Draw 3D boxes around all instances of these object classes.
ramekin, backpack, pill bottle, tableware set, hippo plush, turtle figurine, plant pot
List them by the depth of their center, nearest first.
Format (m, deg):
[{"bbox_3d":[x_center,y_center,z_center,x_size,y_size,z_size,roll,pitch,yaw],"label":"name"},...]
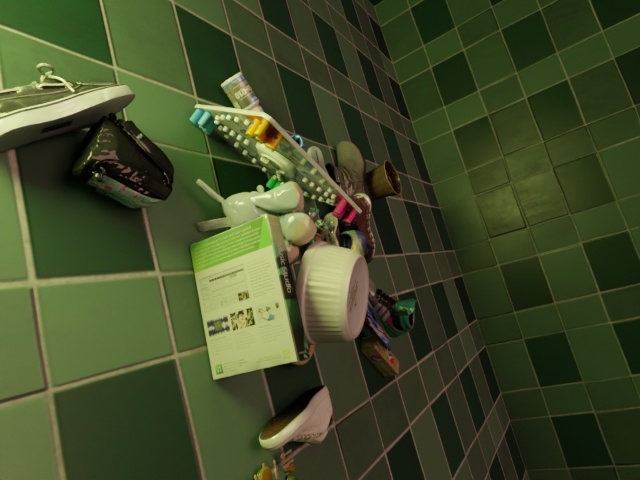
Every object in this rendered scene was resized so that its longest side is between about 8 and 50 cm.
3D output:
[{"bbox_3d":[-0.393,-0.145,0.890,0.182,0.115,0.151,37,54,-45],"label":"backpack"},{"bbox_3d":[-0.106,0.564,1.016,0.154,0.024,0.103,-2,77,-60],"label":"tableware set"},{"bbox_3d":[0.040,0.140,1.132,0.273,0.127,0.272,4,90,-70],"label":"ramekin"},{"bbox_3d":[-0.151,-0.038,1.172,0.236,0.295,0.234,-37,128,-85],"label":"hippo plush"},{"bbox_3d":[-0.241,-0.446,1.366,0.137,0.078,0.078,56,32,-21],"label":"pill bottle"},{"bbox_3d":[0.000,0.000,1.449,0.234,0.118,0.175,-99,167,-50],"label":"turtle figurine"},{"bbox_3d":[0.260,-0.256,1.989,0.167,0.165,0.166,37,42,-43],"label":"plant pot"}]

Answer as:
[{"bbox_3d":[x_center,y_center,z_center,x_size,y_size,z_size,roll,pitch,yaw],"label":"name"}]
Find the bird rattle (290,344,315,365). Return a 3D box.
[{"bbox_3d":[-0.068,0.244,1.225,0.253,0.143,0.206,32,57,-65],"label":"bird rattle"}]

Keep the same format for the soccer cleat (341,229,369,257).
[{"bbox_3d":[0.106,0.104,1.573,0.121,0.093,0.288,10,79,-32],"label":"soccer cleat"}]

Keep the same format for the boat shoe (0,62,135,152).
[{"bbox_3d":[-0.492,-0.258,0.806,0.306,0.113,0.104,-42,103,-43],"label":"boat shoe"}]

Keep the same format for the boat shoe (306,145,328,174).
[{"bbox_3d":[-0.017,-0.235,1.605,0.083,0.076,0.226,11,60,-28],"label":"boat shoe"}]

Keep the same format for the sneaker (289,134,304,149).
[{"bbox_3d":[-0.085,-0.298,1.483,0.240,0.126,0.091,-17,87,-60],"label":"sneaker"}]

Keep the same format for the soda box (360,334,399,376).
[{"bbox_3d":[0.220,0.425,1.600,0.181,0.061,0.058,51,34,-28],"label":"soda box"}]

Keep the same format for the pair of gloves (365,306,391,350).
[{"bbox_3d":[0.205,0.314,1.600,0.159,0.023,0.198,51,7,-23],"label":"pair of gloves"}]

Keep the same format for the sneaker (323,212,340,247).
[{"bbox_3d":[0.045,-0.024,1.610,0.065,0.061,0.157,32,54,-64],"label":"sneaker"}]

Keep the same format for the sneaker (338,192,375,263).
[{"bbox_3d":[0.123,-0.038,1.670,0.163,0.107,0.281,-11,97,-53],"label":"sneaker"}]

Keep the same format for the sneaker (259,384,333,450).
[{"bbox_3d":[-0.039,0.472,1.096,0.290,0.106,0.123,-9,78,-61],"label":"sneaker"}]

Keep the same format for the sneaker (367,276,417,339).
[{"bbox_3d":[0.277,0.245,1.689,0.295,0.179,0.123,60,31,-15],"label":"sneaker"}]

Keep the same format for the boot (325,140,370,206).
[{"bbox_3d":[0.093,-0.288,1.794,0.223,0.118,0.337,10,59,-51],"label":"boot"}]

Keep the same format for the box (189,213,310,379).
[{"bbox_3d":[-0.165,0.128,0.975,0.058,0.233,0.321,8,65,-62],"label":"box"}]

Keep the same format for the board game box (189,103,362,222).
[{"bbox_3d":[-0.125,-0.203,1.164,0.390,0.390,0.050,40,80,-40],"label":"board game box"}]
